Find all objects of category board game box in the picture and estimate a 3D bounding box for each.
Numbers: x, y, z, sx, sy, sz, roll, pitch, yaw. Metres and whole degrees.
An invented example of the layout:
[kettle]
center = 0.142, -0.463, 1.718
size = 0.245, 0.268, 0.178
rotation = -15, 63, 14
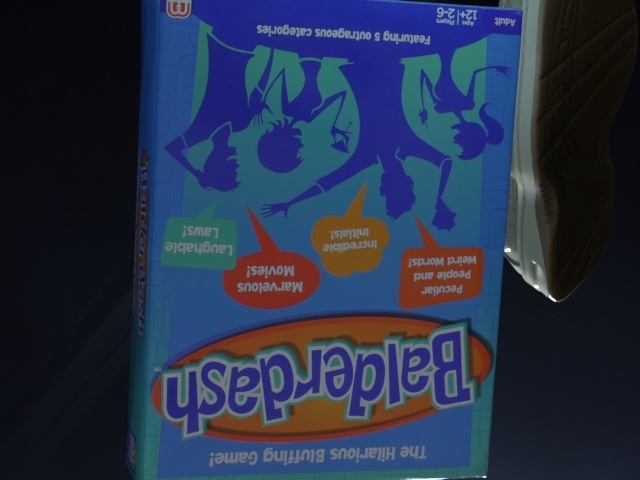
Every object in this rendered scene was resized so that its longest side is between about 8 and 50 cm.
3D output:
[board game box]
center = 0.000, 0.000, 0.565
size = 0.160, 0.047, 0.210
rotation = 0, -80, -17

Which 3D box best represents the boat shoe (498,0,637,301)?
[boat shoe]
center = 0.135, -0.083, 0.847
size = 0.109, 0.098, 0.302
rotation = -43, -34, -23
